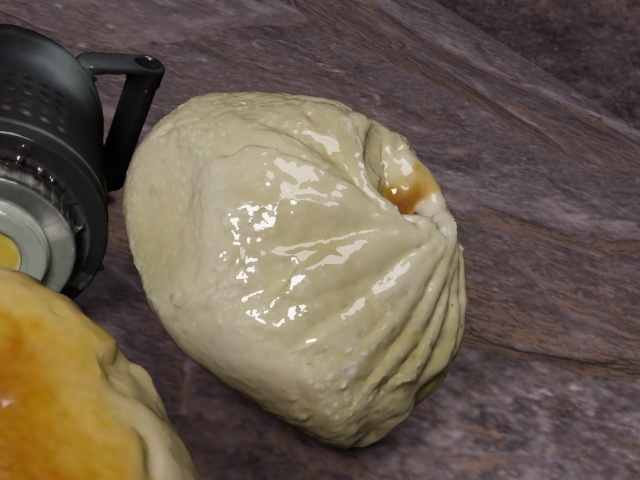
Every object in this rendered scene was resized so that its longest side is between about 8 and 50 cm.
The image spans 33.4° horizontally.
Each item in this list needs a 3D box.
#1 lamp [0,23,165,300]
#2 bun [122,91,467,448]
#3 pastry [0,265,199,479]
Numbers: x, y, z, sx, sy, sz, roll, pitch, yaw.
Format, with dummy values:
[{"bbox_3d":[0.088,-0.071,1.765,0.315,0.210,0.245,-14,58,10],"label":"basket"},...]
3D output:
[{"bbox_3d":[-0.284,-0.054,0.957,0.374,0.205,0.272,1,38,-38],"label":"lamp"},{"bbox_3d":[0.000,0.000,0.959,0.349,0.227,0.352,54,18,10],"label":"bun"},{"bbox_3d":[-0.236,0.188,0.490,0.389,0.312,0.388,16,42,-15],"label":"pastry"}]
